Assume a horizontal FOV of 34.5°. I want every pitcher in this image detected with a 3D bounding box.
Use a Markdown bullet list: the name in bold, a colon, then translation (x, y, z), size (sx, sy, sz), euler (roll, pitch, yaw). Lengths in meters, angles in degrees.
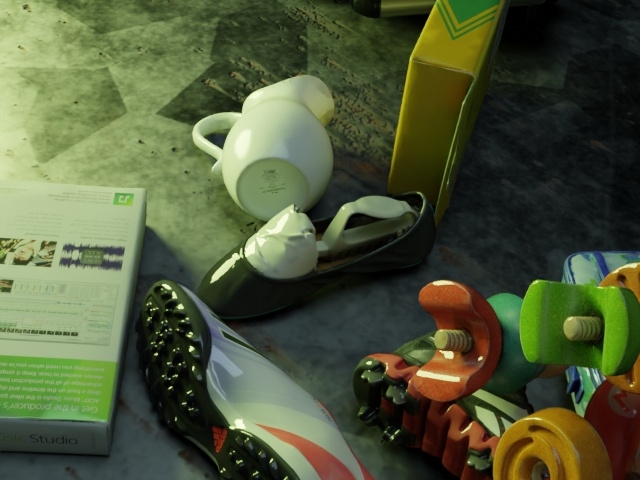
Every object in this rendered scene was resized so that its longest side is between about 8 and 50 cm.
- **pitcher**: translation (-0.072, -0.106, 1.205), size (0.177, 0.126, 0.207), euler (-11, 32, 9)

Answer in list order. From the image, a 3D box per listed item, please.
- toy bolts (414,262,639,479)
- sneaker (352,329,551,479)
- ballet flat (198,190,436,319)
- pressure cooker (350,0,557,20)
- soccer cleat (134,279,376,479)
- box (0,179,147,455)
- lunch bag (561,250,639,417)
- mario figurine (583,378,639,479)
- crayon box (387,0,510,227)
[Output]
- **toy bolts**: translation (0.202, 0.120, 0.850), size (0.158, 0.218, 0.228), euler (6, 2, -36)
- **sneaker**: translation (0.163, 0.177, 0.947), size (0.135, 0.098, 0.276), euler (-32, 55, -32)
- **ballet flat**: translation (0.000, 0.000, 1.108), size (0.280, 0.096, 0.095), euler (-17, 50, -24)
- **pressure cooker**: translation (0.233, -0.511, 1.436), size (0.420, 0.370, 0.376), euler (-4, 88, 0)
- **soccer cleat**: translation (-0.064, 0.153, 0.952), size (0.116, 0.109, 0.318), euler (-1, 37, -43)
- **box**: translation (-0.305, 0.063, 1.027), size (0.232, 0.058, 0.322), euler (4, 43, -4)
- **lunch bag**: translation (0.334, 0.107, 1.056), size (0.176, 0.090, 0.219), euler (3, 43, -2)
- **mario figurine**: translation (0.362, 0.224, 0.853), size (0.320, 0.170, 0.198), euler (40, 17, 12)
- **crayon box**: translation (0.155, -0.185, 1.247), size (0.081, 0.202, 0.319), euler (16, 44, 8)
